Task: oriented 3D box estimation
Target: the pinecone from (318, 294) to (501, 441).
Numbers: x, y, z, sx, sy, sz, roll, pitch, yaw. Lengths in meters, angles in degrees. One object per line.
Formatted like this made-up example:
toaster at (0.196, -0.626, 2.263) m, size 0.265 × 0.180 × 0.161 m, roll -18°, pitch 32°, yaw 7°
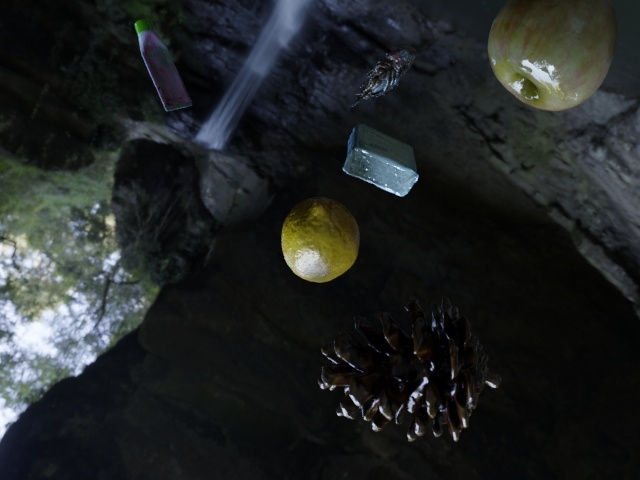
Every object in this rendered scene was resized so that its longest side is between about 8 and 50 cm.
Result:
pinecone at (0.146, 0.212, 1.084) m, size 0.309 × 0.244 × 0.244 m, roll -5°, pitch -168°, yaw 9°

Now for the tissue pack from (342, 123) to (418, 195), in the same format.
tissue pack at (0.155, -0.212, 1.663) m, size 0.177 × 0.089 × 0.263 m, roll 23°, pitch -158°, yaw -5°

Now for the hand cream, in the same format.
hand cream at (-0.452, -0.499, 1.827) m, size 0.050 × 0.079 × 0.275 m, roll 119°, pitch 128°, yaw -83°

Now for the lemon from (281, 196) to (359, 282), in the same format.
lemon at (0.000, 0.000, 1.510) m, size 0.188 × 0.188 × 0.257 m, roll 39°, pitch 155°, yaw 27°

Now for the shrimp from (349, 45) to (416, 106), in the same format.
shrimp at (0.166, -0.433, 1.728) m, size 0.090 × 0.233 × 0.079 m, roll 56°, pitch -159°, yaw 16°

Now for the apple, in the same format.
apple at (0.483, -0.409, 1.330) m, size 0.257 × 0.234 × 0.257 m, roll 37°, pitch 174°, yaw 4°
